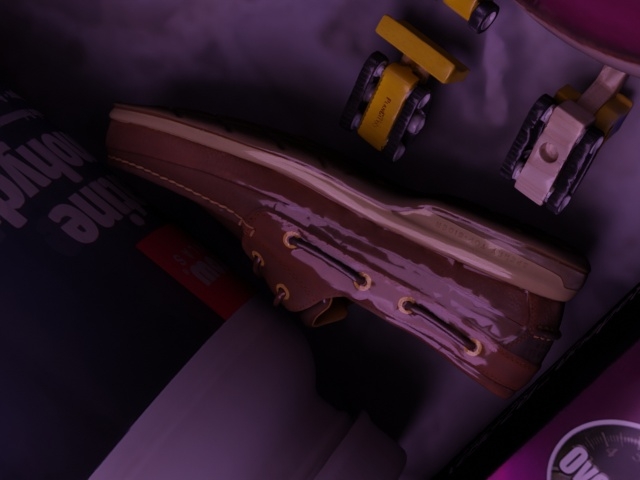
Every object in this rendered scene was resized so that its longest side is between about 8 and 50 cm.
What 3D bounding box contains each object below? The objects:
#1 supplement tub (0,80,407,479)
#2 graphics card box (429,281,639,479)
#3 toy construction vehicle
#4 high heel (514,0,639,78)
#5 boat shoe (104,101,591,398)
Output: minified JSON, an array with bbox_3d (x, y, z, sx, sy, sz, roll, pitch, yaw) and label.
[{"bbox_3d":[-0.125,0.056,0.610,0.272,0.191,0.191,39,130,2],"label":"supplement tub"},{"bbox_3d":[0.174,0.106,0.538,0.233,0.094,0.371,41,130,1],"label":"graphics card box"},{"bbox_3d":[0.060,-0.057,0.544,0.086,0.035,0.098,36,128,19],"label":"toy construction vehicle"},{"bbox_3d":[0.080,-0.135,0.373,0.377,0.127,0.181,23,108,32],"label":"high heel"},{"bbox_3d":[0.000,0.000,0.577,0.178,0.064,0.060,22,97,13],"label":"boat shoe"}]
